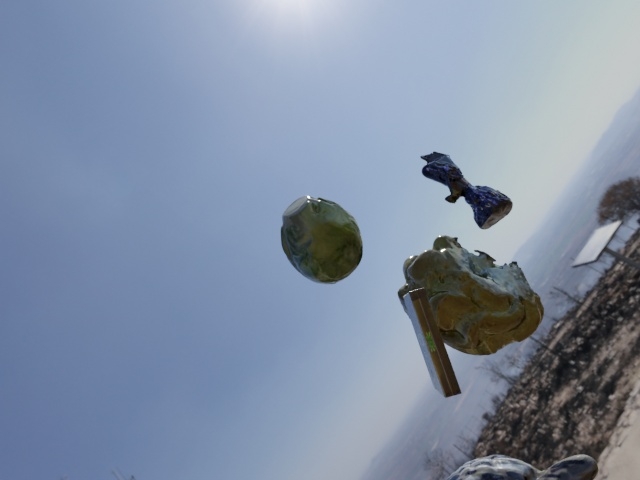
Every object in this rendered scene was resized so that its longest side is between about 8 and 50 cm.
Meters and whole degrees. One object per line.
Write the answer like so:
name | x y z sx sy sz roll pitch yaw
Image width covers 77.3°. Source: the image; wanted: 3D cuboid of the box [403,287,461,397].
box | 0.143 0.130 0.526 0.023 0.133 0.090 -18 -15 5

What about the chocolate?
chocolate | 0.451 -0.183 1.307 0.148 0.343 0.126 -38 -24 -10

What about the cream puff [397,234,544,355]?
cream puff | 0.346 0.168 0.984 0.274 0.324 0.269 -59 -8 -57

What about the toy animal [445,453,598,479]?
toy animal | 0.135 0.202 0.289 0.098 0.098 0.137 -31 -37 -45

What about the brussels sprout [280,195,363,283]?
brussels sprout | -0.001 0.002 0.668 0.117 0.155 0.155 -51 -20 -36
